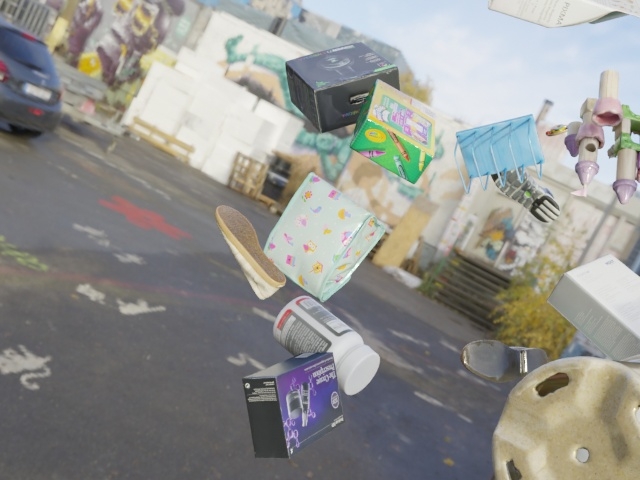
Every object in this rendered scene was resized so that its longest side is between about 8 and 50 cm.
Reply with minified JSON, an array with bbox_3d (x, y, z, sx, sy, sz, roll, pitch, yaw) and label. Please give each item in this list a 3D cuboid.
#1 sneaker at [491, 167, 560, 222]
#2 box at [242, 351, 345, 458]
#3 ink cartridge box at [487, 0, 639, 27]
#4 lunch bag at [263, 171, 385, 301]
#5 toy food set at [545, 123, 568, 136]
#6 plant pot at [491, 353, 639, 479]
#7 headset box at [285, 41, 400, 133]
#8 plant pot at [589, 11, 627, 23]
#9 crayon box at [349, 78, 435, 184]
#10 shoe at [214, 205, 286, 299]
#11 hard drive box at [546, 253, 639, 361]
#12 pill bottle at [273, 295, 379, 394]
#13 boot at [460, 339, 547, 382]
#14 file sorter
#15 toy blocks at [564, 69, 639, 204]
[{"bbox_3d":[0.533,-0.140,1.881,0.229,0.086,0.132,49,22,8],"label":"sneaker"},{"bbox_3d":[-0.057,0.379,1.686,0.103,0.185,0.261,-7,2,30],"label":"box"},{"bbox_3d":[0.360,-0.330,1.010,0.232,0.066,0.189,25,32,6],"label":"ink cartridge box"},{"bbox_3d":[0.000,0.000,1.838,0.223,0.262,0.160,36,2,23],"label":"lunch bag"},{"bbox_3d":[0.719,-0.334,2.164,0.083,0.020,0.082,-24,12,-28],"label":"toy food set"},{"bbox_3d":[0.384,0.280,0.904,0.305,0.334,0.333,22,7,-42],"label":"plant pot"},{"bbox_3d":[0.063,-0.427,1.998,0.246,0.131,0.283,-17,34,-11],"label":"headset box"},{"bbox_3d":[0.736,-0.664,1.609,0.334,0.341,0.341,-11,-24,43],"label":"plant pot"},{"bbox_3d":[0.167,-0.250,1.608,0.165,0.081,0.278,29,30,-7],"label":"crayon box"},{"bbox_3d":[-0.152,0.022,1.429,0.076,0.058,0.219,-7,54,-52],"label":"shoe"},{"bbox_3d":[0.626,0.149,1.499,0.181,0.089,0.232,-15,50,-35],"label":"hard drive box"},{"bbox_3d":[0.016,0.291,1.988,0.283,0.161,0.161,35,9,33],"label":"pill bottle"},{"bbox_3d":[0.488,0.336,2.007,0.305,0.113,0.115,11,-8,-32],"label":"boot"},{"bbox_3d":[0.385,-0.181,1.557,0.170,0.118,0.104,-11,30,25],"label":"file sorter"},{"bbox_3d":[0.723,-0.185,1.674,0.288,0.260,0.309,12,-22,1],"label":"toy blocks"}]
